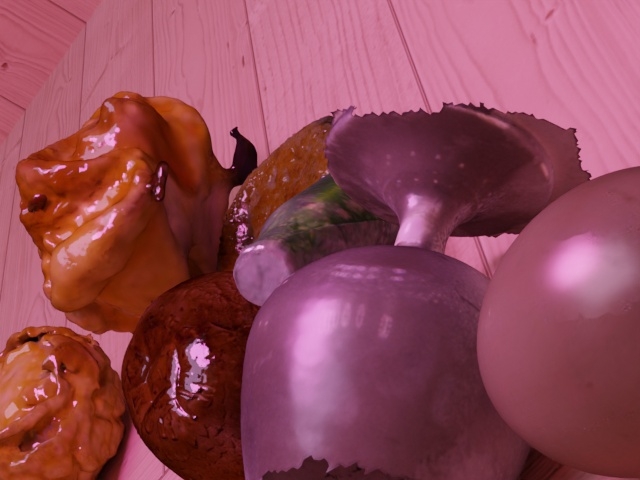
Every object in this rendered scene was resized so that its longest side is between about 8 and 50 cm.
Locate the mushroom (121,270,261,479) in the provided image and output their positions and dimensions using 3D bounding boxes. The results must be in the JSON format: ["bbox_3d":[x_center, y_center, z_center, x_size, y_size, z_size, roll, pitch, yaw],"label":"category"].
[{"bbox_3d":[-0.110,0.130,1.491,0.231,0.138,0.194,41,121,42],"label":"mushroom"}]

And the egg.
[{"bbox_3d":[0.195,0.052,0.939,0.241,0.186,0.186,-32,35,54],"label":"egg"}]

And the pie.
[{"bbox_3d":[-0.026,-0.005,1.631,0.277,0.078,0.277,-42,34,37],"label":"pie"}]

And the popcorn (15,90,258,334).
[{"bbox_3d":[-0.228,-0.034,1.762,0.281,0.316,0.297,-12,67,27],"label":"popcorn"}]

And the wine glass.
[{"bbox_3d":[0.067,0.070,1.144,0.238,0.238,0.323,-29,40,51],"label":"wine glass"}]

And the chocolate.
[{"bbox_3d":[0.000,0.000,1.356,0.110,0.110,0.291,-51,-7,21],"label":"chocolate"}]

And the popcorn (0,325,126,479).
[{"bbox_3d":[-0.343,0.224,1.860,0.250,0.190,0.250,-51,17,22],"label":"popcorn"}]
